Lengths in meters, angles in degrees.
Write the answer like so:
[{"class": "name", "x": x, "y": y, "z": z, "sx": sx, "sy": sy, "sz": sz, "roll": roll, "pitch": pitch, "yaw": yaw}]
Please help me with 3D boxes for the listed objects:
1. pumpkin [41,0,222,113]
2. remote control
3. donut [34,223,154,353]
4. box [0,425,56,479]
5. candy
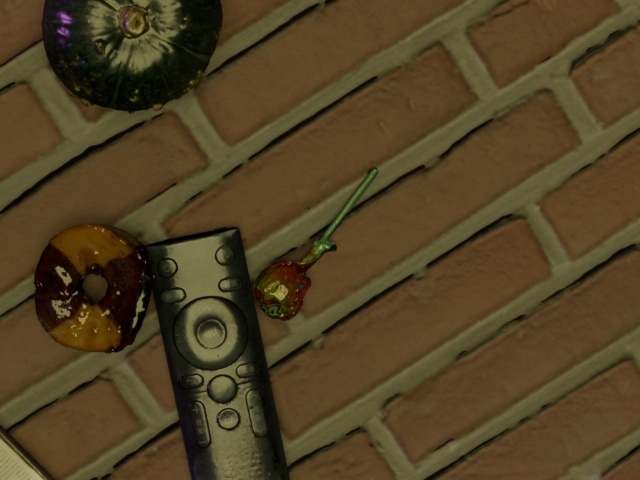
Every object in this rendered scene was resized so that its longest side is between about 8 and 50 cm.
[{"class": "pumpkin", "x": -0.192, "y": -0.224, "z": 1.612, "sx": 0.190, "sy": 0.146, "sz": 0.190, "roll": -2, "pitch": 119, "yaw": -3}, {"class": "remote control", "x": -0.103, "y": 0.178, "z": 1.721, "sx": 0.107, "sy": 0.044, "sz": 0.377, "roll": -12, "pitch": 98, "yaw": -8}, {"class": "donut", "x": -0.235, "y": 0.049, "z": 1.672, "sx": 0.140, "sy": 0.059, "sz": 0.140, "roll": 2, "pitch": 101, "yaw": 10}, {"class": "box", "x": -0.323, "y": 0.317, "z": 1.718, "sx": 0.129, "sy": 0.033, "sz": 0.247, "roll": -43, "pitch": 99, "yaw": -1}, {"class": "candy", "x": 0.000, "y": 0.000, "z": 1.715, "sx": 0.060, "sy": 0.060, "sz": 0.201, "roll": 40, "pitch": 83, "yaw": -9}]
